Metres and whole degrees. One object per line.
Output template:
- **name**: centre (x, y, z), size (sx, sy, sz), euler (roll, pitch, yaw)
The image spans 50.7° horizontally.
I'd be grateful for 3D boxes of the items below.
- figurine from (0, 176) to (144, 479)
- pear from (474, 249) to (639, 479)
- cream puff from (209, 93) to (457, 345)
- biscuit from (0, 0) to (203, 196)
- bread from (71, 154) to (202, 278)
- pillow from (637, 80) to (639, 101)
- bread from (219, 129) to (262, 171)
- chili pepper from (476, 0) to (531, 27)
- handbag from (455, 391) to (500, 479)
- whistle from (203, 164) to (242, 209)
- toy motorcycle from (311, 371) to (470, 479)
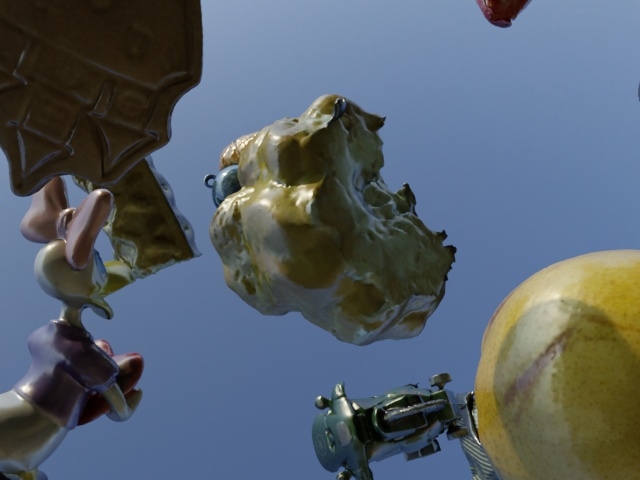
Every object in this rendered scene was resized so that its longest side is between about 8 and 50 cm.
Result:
- **figurine**: centre (-0.308, 0.143, 0.762), size (0.193, 0.154, 0.421), euler (25, -97, -51)
- **pear**: centre (0.325, 0.158, 0.740), size (0.314, 0.314, 0.315), euler (7, -109, -20)
- **cream puff**: centre (-0.001, 0.000, 0.408), size (0.121, 0.156, 0.156), euler (-31, -94, -31)
- **biscuit**: centre (-0.194, -0.128, 0.523), size (0.182, 0.034, 0.215), euler (24, -77, -13)
- **bread**: centre (-0.313, -0.066, 1.126), size (0.129, 0.152, 0.268), euler (-26, -86, 16)
- **pillow**: centre (0.431, -0.196, 0.828), size (0.048, 0.090, 0.150), euler (27, -153, -6)
- **bread**: centre (-0.055, -0.129, 1.154), size (0.239, 0.240, 0.139), euler (-15, -83, -25)
- **chili pepper**: centre (0.294, -0.439, 1.050), size (0.144, 0.136, 0.253), euler (9, -112, -31)
- **handbag**: centre (0.401, 0.378, 1.220), size (0.247, 0.340, 0.240), euler (-9, -92, -21)
- **whistle**: centre (-0.106, -0.065, 1.007), size (0.157, 0.090, 0.090), euler (22, -116, 13)
- **toy motorcycle**: centre (0.094, 0.240, 0.878), size (0.187, 0.274, 0.125), euler (-22, -111, 15)
